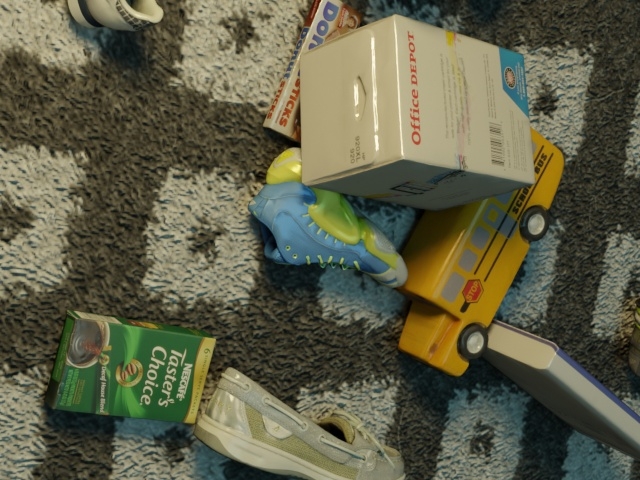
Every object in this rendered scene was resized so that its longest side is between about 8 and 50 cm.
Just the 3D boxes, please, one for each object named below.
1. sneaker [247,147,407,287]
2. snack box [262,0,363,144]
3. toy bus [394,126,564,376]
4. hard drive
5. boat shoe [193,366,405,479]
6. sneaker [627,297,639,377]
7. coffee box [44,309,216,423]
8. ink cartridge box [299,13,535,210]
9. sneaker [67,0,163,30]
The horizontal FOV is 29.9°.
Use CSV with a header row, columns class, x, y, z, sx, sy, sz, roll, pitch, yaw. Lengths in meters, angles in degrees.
class,x,y,z,sx,sy,sz,roll,pitch,yaw
sneaker,0.000,0.000,1.492,0.126,0.091,0.240,-44,113,-3
snack box,-0.009,-0.209,1.468,0.064,0.022,0.178,23,88,-33
toy bus,0.198,0.007,1.592,0.130,0.108,0.332,32,83,-32
hard drive,0.342,0.210,1.665,0.319,0.210,0.040,38,81,-32
boat shoe,-0.009,0.246,1.510,0.320,0.118,0.103,22,89,-33
sneaker,0.591,0.170,1.891,0.300,0.111,0.121,13,106,-29
coffee box,-0.220,0.150,1.403,0.184,0.040,0.113,14,93,-33
ink cartridge box,0.113,-0.144,1.427,0.233,0.168,0.171,9,74,-41
sneaker,-0.224,-0.332,1.243,0.090,0.095,0.235,-42,130,-39
